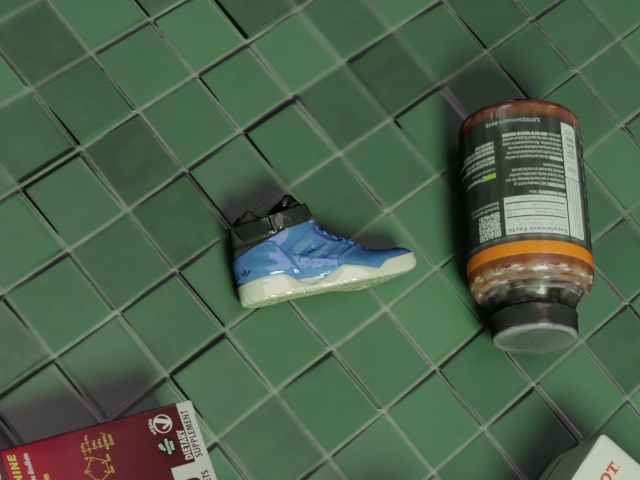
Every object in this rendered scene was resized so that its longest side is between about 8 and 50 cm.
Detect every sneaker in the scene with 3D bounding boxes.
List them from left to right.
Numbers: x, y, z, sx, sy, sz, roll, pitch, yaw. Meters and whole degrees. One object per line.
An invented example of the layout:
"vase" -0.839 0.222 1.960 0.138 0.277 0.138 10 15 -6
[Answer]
"sneaker" 0.000 0.000 1.276 0.152 0.058 0.085 -10 80 -17

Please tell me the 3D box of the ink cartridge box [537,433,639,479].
"ink cartridge box" 0.237 0.274 1.231 0.203 0.086 0.148 41 60 -1

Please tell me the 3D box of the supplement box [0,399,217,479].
"supplement box" -0.187 0.206 1.107 0.239 0.073 0.130 -14 72 -25

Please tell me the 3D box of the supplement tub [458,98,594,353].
"supplement tub" 0.169 -0.009 1.319 0.106 0.106 0.198 7 66 -18
